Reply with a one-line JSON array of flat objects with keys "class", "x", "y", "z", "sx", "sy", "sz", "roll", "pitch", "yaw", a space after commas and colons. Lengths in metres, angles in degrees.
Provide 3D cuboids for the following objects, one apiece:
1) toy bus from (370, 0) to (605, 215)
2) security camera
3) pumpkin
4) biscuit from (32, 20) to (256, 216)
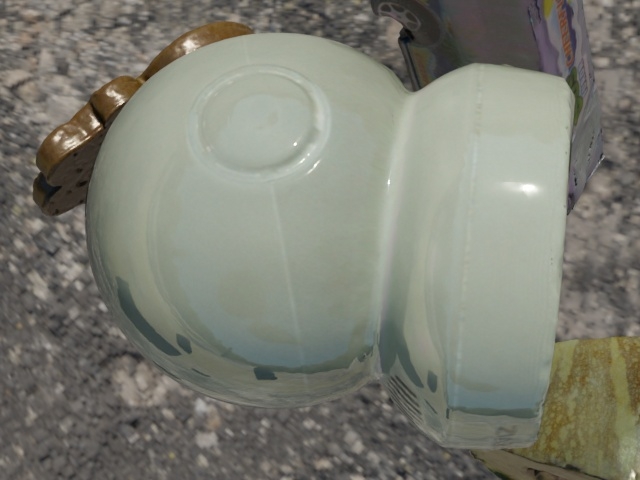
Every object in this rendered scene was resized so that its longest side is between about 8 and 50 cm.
[{"class": "toy bus", "x": 0.130, "y": -0.140, "z": 0.981, "sx": 0.112, "sy": 0.138, "sz": 0.317, "roll": -57, "pitch": 148, "yaw": -21}, {"class": "security camera", "x": 0.000, "y": 0.000, "z": 0.656, "sx": 0.236, "sy": 0.194, "sz": 0.195, "roll": 5, "pitch": 99, "yaw": 8}, {"class": "pumpkin", "x": 0.203, "y": 0.125, "z": 0.842, "sx": 0.217, "sy": 0.217, "sz": 0.110, "roll": 17, "pitch": 76, "yaw": -23}, {"class": "biscuit", "x": -0.102, "y": -0.076, "z": 0.807, "sx": 0.175, "sy": 0.124, "sz": 0.026, "roll": -32, "pitch": 70, "yaw": -33}]
